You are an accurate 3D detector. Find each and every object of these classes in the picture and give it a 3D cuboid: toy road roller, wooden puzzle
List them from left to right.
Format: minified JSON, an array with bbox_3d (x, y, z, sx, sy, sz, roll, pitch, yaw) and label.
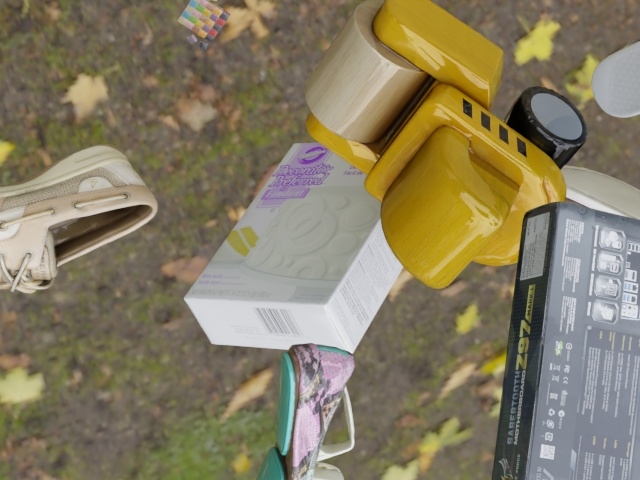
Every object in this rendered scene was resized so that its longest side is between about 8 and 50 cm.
[{"bbox_3d":[-0.142,-0.271,1.530,0.049,0.006,0.083,33,131,-12],"label":"wooden puzzle"},{"bbox_3d":[0.125,-0.099,1.422,0.202,0.330,0.240,-52,-176,41],"label":"toy road roller"}]

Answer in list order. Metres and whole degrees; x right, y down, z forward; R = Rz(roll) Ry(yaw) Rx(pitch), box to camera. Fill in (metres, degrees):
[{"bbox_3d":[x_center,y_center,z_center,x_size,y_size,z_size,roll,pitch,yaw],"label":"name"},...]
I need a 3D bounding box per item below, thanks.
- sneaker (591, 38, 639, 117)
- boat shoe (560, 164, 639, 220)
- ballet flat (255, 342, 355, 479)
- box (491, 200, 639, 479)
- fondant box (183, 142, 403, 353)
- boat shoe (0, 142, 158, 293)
[{"bbox_3d":[0.455,-0.223,1.387,0.296,0.104,0.147,-16,-169,46],"label":"sneaker"},{"bbox_3d":[0.411,-0.001,1.594,0.324,0.116,0.096,19,120,-16],"label":"boat shoe"},{"bbox_3d":[-0.011,0.188,1.100,0.079,0.077,0.221,4,117,-16],"label":"ballet flat"},{"bbox_3d":[0.220,0.104,0.873,0.183,0.232,0.059,11,169,-16],"label":"box"},{"bbox_3d":[0.000,0.000,1.701,0.238,0.330,0.096,1,132,36],"label":"fondant box"},{"bbox_3d":[-0.359,0.000,1.504,0.341,0.110,0.121,-31,153,-20],"label":"boat shoe"}]
